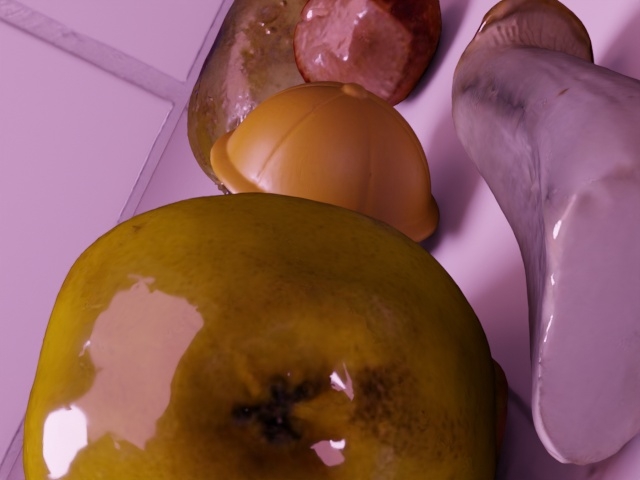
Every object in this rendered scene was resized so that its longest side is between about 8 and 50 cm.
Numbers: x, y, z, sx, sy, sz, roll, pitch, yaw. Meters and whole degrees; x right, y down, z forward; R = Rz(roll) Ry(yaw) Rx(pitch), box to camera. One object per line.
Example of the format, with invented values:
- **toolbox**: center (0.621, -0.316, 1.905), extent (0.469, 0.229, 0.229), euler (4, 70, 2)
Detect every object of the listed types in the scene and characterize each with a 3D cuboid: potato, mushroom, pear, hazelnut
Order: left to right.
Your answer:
- **pear**: center (-0.050, 0.123, 0.719), extent (0.287, 0.287, 0.375), euler (-71, 14, -17)
- **potato**: center (-0.042, -0.193, 1.299), extent (0.307, 0.173, 0.210), euler (-70, 15, -4)
- **hazelnut**: center (0.052, -0.196, 1.115), extent (0.154, 0.143, 0.143), euler (-47, 24, 28)
- **mushroom**: center (0.133, -0.036, 0.643), extent (0.159, 0.122, 0.328), euler (-49, 21, 20)

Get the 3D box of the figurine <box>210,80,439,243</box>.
- **figurine**: center (0.004, 0.000, 0.920), extent (0.167, 0.192, 0.257), euler (4, 93, 45)
